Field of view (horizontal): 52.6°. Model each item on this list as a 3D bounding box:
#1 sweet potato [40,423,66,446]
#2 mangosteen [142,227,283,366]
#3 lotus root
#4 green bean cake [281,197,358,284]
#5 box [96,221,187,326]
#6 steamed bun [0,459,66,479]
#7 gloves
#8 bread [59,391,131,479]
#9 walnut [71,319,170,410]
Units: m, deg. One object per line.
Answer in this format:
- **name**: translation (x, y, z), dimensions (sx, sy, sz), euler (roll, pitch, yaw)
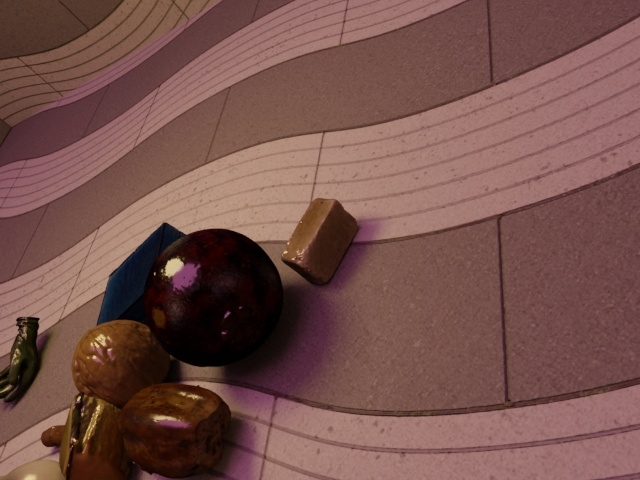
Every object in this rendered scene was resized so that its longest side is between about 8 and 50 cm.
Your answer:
- **sweet potato**: translation (-0.605, 0.468, 1.649), dimensions (0.281, 0.059, 0.067), euler (-29, 50, 22)
- **mangosteen**: translation (-0.252, 0.113, 1.441), dimensions (0.306, 0.306, 0.359), euler (-50, 42, -7)
- **lotus root**: translation (-0.316, 0.403, 1.365), dimensions (0.290, 0.193, 0.193), euler (-4, 53, 37)
- **green bean cake**: translation (0.000, 0.000, 1.475), dimensions (0.085, 0.109, 0.179), euler (10, 63, 46)
- **box**: translation (-0.477, 0.132, 1.755), dimensions (0.279, 0.116, 0.261), euler (-38, 34, 25)
- **steamed bun**: translation (-0.714, 0.624, 1.549), dimensions (0.228, 0.131, 0.177), euler (-36, 40, 9)
- **gloves**: translation (-0.924, 0.365, 1.995), dimensions (0.135, 0.107, 0.268), euler (143, 143, -66)
- **bread**: translation (-0.507, 0.490, 1.459), dimensions (0.262, 0.162, 0.204), euler (111, 166, -49)
- **walnut**: translation (-0.480, 0.295, 1.553), dimensions (0.228, 0.228, 0.228), euler (-25, 42, 25)
